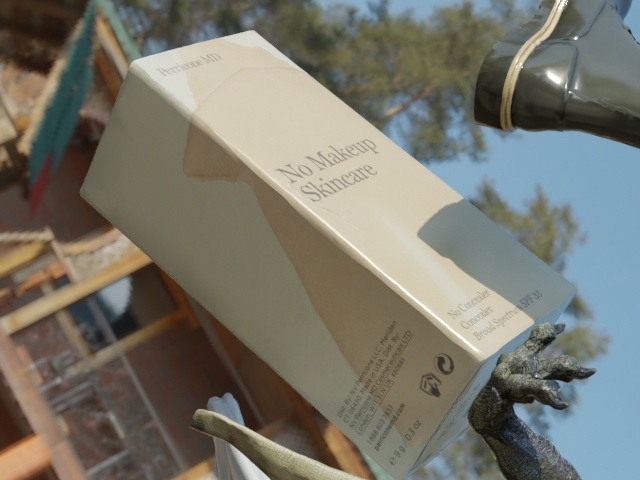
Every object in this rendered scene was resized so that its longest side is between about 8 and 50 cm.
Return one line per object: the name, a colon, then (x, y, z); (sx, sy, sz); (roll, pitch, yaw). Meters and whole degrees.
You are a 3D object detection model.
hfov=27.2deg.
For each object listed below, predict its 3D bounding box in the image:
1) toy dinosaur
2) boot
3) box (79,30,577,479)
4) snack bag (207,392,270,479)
toy dinosaur: (0.081, 0.103, 0.452); (0.268, 0.064, 0.118); (31, -54, 6)
boot: (0.201, -0.113, 0.858); (0.137, 0.198, 0.077); (18, -45, 25)
box: (0.000, 0.000, 0.907); (0.311, 0.148, 0.121); (40, -55, 17)
snack bag: (-0.002, 0.308, 0.838); (0.342, 0.037, 0.323); (-132, -147, -62)
